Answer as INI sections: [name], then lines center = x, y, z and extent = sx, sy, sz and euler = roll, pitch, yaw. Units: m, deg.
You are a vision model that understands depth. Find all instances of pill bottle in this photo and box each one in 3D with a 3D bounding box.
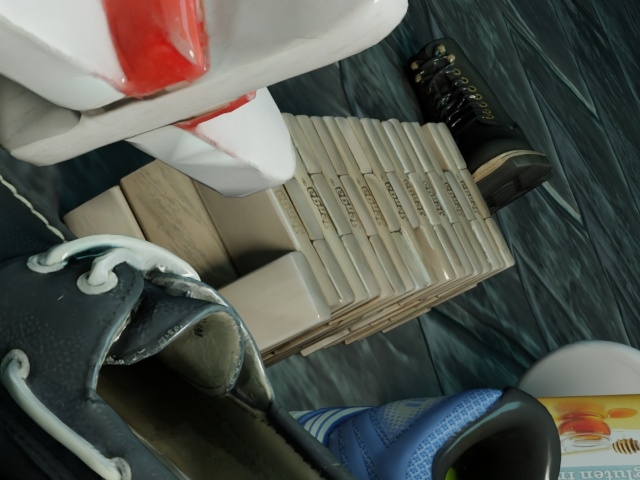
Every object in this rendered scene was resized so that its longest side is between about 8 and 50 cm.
[pill bottle]
center = 0.203, 0.138, 1.152
extent = 0.208, 0.117, 0.118
euler = 29, 38, -59

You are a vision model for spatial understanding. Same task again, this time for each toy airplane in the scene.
[toy airplane]
center = -0.060, -0.212, 0.630
extent = 0.384, 0.272, 0.386
euler = 49, 14, -14

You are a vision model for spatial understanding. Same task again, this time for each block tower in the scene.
[block tower]
center = 0.000, 0.000, 0.858
extent = 0.097, 0.091, 0.335
euler = 63, 18, 5

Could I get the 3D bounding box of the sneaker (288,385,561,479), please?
[sneaker]
center = 0.039, 0.174, 0.619
extent = 0.130, 0.147, 0.330
euler = 47, 31, -37

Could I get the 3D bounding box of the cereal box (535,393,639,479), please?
[cereal box]
center = 0.134, 0.168, 0.856
extent = 0.240, 0.173, 0.047
euler = -93, 180, -53

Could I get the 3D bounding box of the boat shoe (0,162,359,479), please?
[boat shoe]
center = -0.051, 0.054, 0.534
extent = 0.302, 0.091, 0.114
euler = 48, 25, 24

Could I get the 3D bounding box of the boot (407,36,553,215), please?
[boot]
center = 0.097, -0.086, 1.275
extent = 0.137, 0.077, 0.198
euler = 59, 5, 4
